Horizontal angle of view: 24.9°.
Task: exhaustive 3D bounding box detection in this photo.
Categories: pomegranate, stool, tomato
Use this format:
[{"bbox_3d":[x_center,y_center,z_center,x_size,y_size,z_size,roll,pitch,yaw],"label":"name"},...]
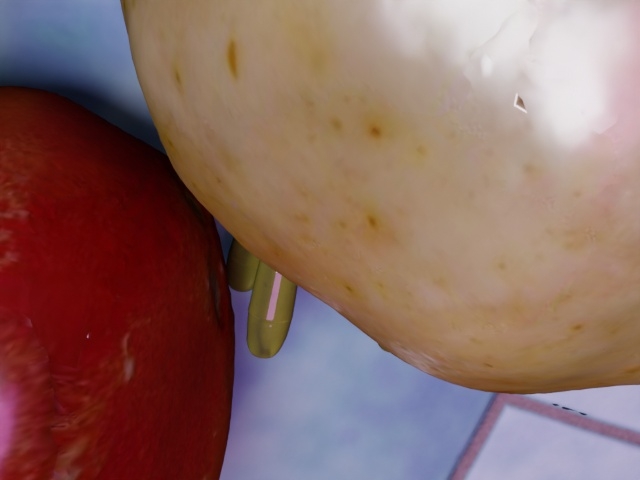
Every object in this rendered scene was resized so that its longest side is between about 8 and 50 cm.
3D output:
[{"bbox_3d":[0.108,-0.143,0.664,0.411,0.411,0.411,-2,119,-3],"label":"pomegranate"},{"bbox_3d":[0.000,0.000,0.889,0.134,0.135,0.110,19,121,27],"label":"stool"},{"bbox_3d":[-0.201,0.078,0.821,0.293,0.290,0.325,6,120,2],"label":"tomato"}]
